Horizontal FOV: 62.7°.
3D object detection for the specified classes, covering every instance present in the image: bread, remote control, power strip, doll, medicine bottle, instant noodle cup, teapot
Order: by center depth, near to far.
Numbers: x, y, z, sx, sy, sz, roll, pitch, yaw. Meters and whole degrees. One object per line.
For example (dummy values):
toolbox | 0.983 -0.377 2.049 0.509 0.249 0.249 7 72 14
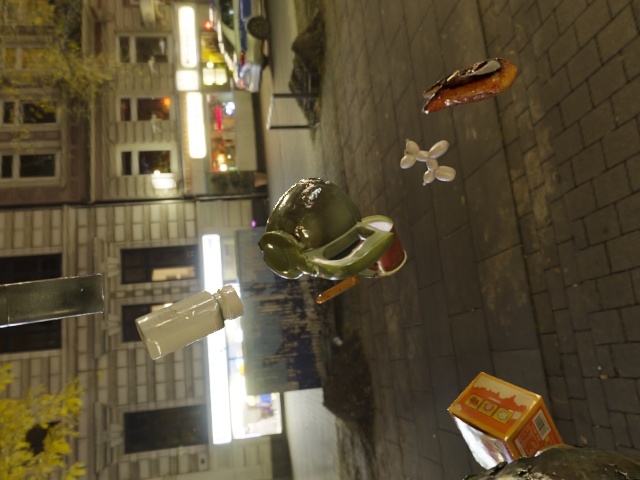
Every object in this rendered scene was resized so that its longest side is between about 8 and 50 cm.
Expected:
remote control | -0.715 0.149 1.237 0.044 0.377 0.107 20 112 54
teapot | -0.009 0.011 1.375 0.239 0.321 0.239 -46 -14 -39
bread | 0.412 -0.426 1.461 0.095 0.269 0.139 50 -143 -26
medicine bottle | -0.382 0.233 1.555 0.161 0.296 0.111 31 138 52
doll | 0.328 -0.249 1.637 0.059 0.160 0.161 -50 -55 -50
power strip | 0.056 0.167 1.760 0.049 0.178 0.028 -2 -117 -64
instant noodle cup | 0.231 0.017 2.176 0.235 0.234 0.178 -111 3 -58

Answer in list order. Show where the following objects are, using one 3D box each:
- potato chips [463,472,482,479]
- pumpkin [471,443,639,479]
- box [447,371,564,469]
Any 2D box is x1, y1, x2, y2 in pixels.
potato chips | 0.504 0.743 1.514 0.092 0.207 0.028 -60 -11 -24
pumpkin | 0.428 0.517 0.860 0.454 0.454 0.344 111 159 -67
box | 0.627 0.648 1.777 0.259 0.214 0.283 10 134 58
